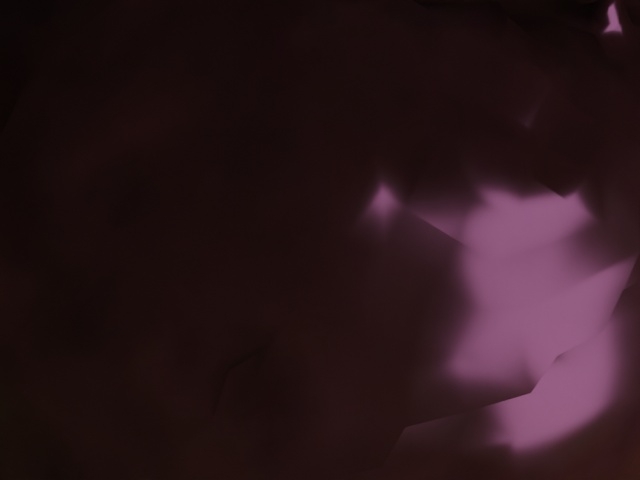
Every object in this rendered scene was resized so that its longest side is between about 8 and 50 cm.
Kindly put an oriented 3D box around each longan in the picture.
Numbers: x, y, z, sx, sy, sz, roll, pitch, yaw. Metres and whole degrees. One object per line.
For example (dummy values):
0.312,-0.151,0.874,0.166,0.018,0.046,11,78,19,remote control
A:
0.009,0.002,0.624,0.436,0.404,0.404,17,87,-50,longan
